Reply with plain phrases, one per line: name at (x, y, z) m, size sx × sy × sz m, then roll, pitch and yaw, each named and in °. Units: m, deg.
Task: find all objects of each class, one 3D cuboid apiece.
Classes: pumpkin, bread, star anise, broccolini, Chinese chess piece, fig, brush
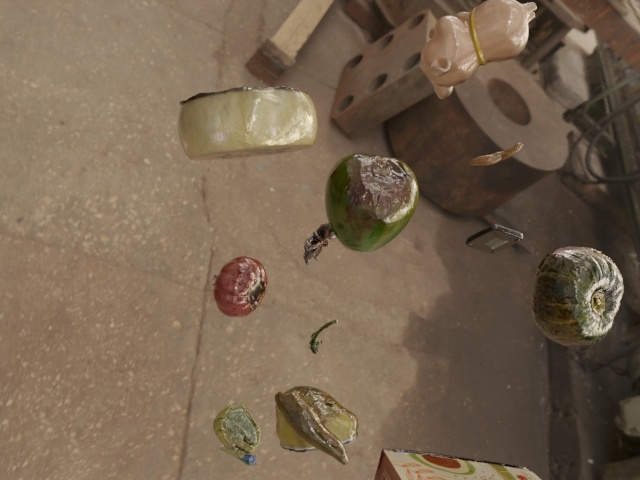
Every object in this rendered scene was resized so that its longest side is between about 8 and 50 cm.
pumpkin at (0.629, 0.139, 1.295) m, size 0.260 × 0.189 × 0.260 m, roll -3°, pitch 95°, yaw -31°
bread at (-0.243, 0.562, 1.519) m, size 0.156 × 0.064 × 0.117 m, roll 51°, pitch 52°, yaw -2°
star anise at (-0.001, 0.000, 1.304) m, size 0.042 × 0.141 × 0.141 m, roll 42°, pitch 42°, yaw 19°
broccolini at (0.003, 0.328, 1.790) m, size 0.052 × 0.194 × 0.054 m, roll 26°, pitch 41°, yaw -3°
Chinese chess piece at (-0.133, -0.212, 0.950) m, size 0.257 × 0.257 × 0.104 m, roll -13°, pitch 100°, yaw -42°
fig at (0.095, -0.071, 0.989) m, size 0.181 × 0.191 × 0.181 m, roll 19°, pitch 19°, yaw -7°
brush at (-0.254, 0.652, 1.571) m, size 0.033 × 0.178 × 0.030 m, roll -4°, pitch 92°, yaw -40°

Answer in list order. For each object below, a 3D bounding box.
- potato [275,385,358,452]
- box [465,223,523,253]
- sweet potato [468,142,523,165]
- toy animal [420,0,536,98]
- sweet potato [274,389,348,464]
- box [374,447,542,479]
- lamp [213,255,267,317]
potato at (-0.027, 0.607, 1.785) m, size 0.246 × 0.299 × 0.196 m, roll -2°, pitch 82°, yaw -54°
box at (0.501, -0.002, 1.487) m, size 0.125 × 0.126 × 0.027 m, roll 15°, pitch 60°, yaw -27°
sweet potato at (0.576, -0.274, 1.675) m, size 0.044 × 0.179 × 0.044 m, roll -16°, pitch 90°, yaw -78°
toy animal at (0.333, -0.425, 1.088) m, size 0.165 × 0.248 × 0.149 m, roll 26°, pitch 36°, yaw -62°
sweet potato at (-0.023, 0.463, 1.271) m, size 0.243 × 0.077 × 0.077 m, roll 44°, pitch 43°, yaw 16°
box at (0.305, 0.518, 0.857) m, size 0.344 × 0.385 × 0.122 m, roll 13°, pitch 94°, yaw -13°
lamp at (-0.234, 0.130, 1.461) m, size 0.140 × 0.182 × 0.182 m, roll 19°, pitch 38°, yaw 25°
